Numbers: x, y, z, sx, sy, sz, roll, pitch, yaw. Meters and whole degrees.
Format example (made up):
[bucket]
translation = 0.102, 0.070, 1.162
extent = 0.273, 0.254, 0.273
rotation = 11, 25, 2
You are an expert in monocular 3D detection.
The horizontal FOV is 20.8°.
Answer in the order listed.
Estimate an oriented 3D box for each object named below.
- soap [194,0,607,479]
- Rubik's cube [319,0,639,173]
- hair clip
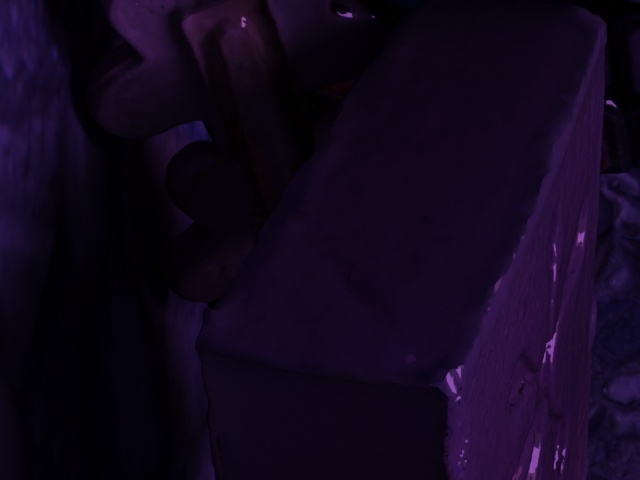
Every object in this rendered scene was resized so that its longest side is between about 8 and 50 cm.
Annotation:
[soap]
translation = 0.049, 0.081, 0.757
extent = 0.285, 0.107, 0.296
rotation = -63, 155, -50
[Rubik's cube]
translation = 0.103, -0.247, 0.929
extent = 0.362, 0.359, 0.363
rotation = 62, 28, -66
[hair clip]
translation = -0.026, -0.047, 0.822
extent = 0.075, 0.146, 0.257
rotation = -106, 177, -47
